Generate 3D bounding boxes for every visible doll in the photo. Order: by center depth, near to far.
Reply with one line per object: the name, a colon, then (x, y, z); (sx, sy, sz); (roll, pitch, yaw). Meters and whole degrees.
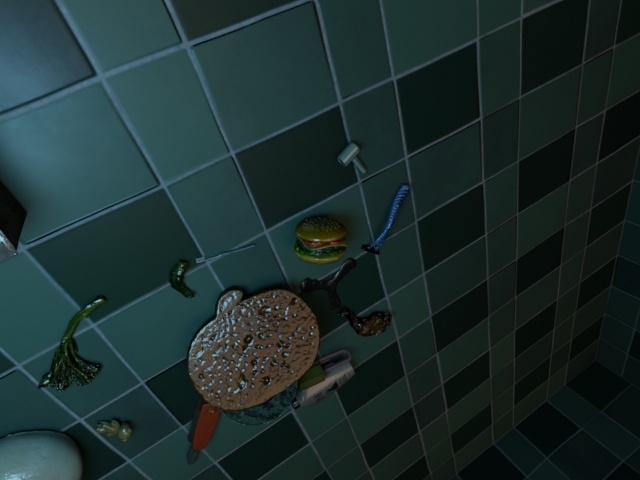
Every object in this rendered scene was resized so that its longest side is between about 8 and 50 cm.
doll: (-0.586, 0.539, 1.141); (0.093, 0.051, 0.061); (12, 114, -34)

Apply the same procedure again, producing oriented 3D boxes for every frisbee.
frisbee: (0.043, 0.161, 1.343); (0.211, 0.012, 0.187); (-28, 127, -17)

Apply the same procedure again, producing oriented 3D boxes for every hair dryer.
hair dryer: (0.101, -0.224, 1.164); (0.063, 0.038, 0.124); (-48, 136, 1)

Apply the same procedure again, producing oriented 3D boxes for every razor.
razor: (0.226, -0.066, 1.314); (0.082, 0.042, 0.253); (19, 103, -35)

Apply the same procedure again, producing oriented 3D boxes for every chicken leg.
chicken leg: (0.161, 0.297, 1.464); (0.253, 0.051, 0.105); (15, 100, -35)

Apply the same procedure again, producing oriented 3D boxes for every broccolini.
broccolini: (-0.581, 0.263, 1.001); (0.123, 0.062, 0.271); (24, 98, -47)

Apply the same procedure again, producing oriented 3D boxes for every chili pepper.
chili pepper: (-0.369, 0.108, 1.053); (0.056, 0.035, 0.117); (-7, 115, -9)

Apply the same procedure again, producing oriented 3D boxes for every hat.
hat: (-0.200, 0.444, 1.266); (0.266, 0.265, 0.128); (-37, 165, -9)

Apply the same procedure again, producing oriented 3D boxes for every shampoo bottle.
shampoo bottle: (0.003, 0.531, 1.474); (0.257, 0.078, 0.127); (-30, 130, -12)

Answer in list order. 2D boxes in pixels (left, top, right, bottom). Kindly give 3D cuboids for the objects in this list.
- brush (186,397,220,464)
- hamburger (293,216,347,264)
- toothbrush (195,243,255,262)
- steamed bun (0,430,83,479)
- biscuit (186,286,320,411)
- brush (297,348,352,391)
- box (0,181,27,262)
brush: (-0.379, 0.603, 1.299); (0.070, 0.051, 0.323); (7, 111, -36)
hamburger: (0.000, 0.000, 1.141); (0.162, 0.162, 0.115); (-12, 118, -26)
toothbrush: (-0.257, 0.033, 1.094); (0.167, 0.011, 0.014); (-16, 117, -23)
steamed bun: (-0.759, 0.633, 1.007); (0.283, 0.177, 0.282); (-14, 122, -24)
biscuit: (-0.198, 0.296, 1.170); (0.395, 0.070, 0.350); (-24, 96, -12)
brush: (0.009, 0.441, 1.416); (0.234, 0.103, 0.047); (-15, 124, -25)
box: (-0.718, -0.034, 0.671); (0.297, 0.190, 0.225); (-29, 126, -17)
